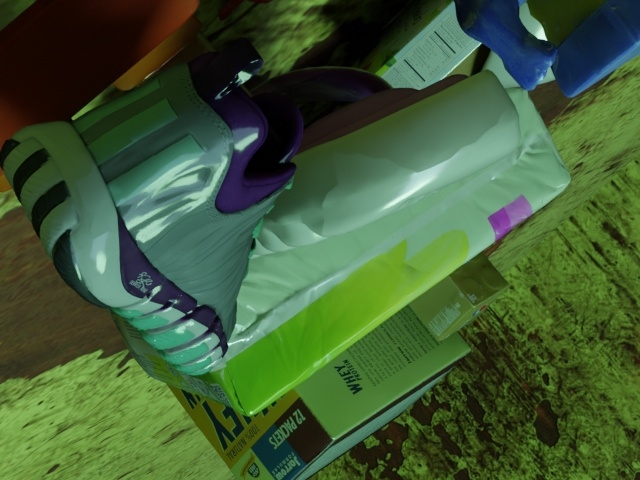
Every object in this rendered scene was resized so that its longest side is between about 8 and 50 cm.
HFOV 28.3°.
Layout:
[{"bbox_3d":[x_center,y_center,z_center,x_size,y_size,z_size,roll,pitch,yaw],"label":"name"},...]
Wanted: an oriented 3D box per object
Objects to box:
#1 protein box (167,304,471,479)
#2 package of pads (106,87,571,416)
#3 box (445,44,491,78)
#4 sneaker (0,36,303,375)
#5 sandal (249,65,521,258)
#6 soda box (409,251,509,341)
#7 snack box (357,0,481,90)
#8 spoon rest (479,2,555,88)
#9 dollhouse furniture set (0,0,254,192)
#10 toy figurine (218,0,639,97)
[{"bbox_3d":[-0.017,0.091,1.139,0.201,0.200,0.136,-26,162,-45],"label":"protein box"},{"bbox_3d":[0.000,0.000,0.931,0.296,0.101,0.229,-33,-167,-21],"label":"package of pads"},{"bbox_3d":[0.135,-0.157,1.103,0.201,0.021,0.164,-45,166,29],"label":"box"},{"bbox_3d":[-0.040,-0.007,0.502,0.098,0.083,0.224,-32,168,-1],"label":"sneaker"},{"bbox_3d":[-0.033,-0.053,0.713,0.169,0.102,0.416,-25,-174,-29],"label":"sandal"},{"bbox_3d":[0.079,-0.004,1.116,0.061,0.181,0.058,-25,162,-46],"label":"soda box"},{"bbox_3d":[0.071,-0.135,0.845,0.100,0.037,0.141,-41,-168,17],"label":"snack box"},{"bbox_3d":[0.177,-0.144,1.089,0.137,0.084,0.276,-32,152,-34],"label":"spoon rest"},{"bbox_3d":[-0.073,-0.091,0.477,0.259,0.135,0.262,-40,168,4],"label":"dollhouse furniture set"},{"bbox_3d":[0.149,-0.155,0.695,0.362,0.217,0.191,-30,165,-33],"label":"toy figurine"}]
